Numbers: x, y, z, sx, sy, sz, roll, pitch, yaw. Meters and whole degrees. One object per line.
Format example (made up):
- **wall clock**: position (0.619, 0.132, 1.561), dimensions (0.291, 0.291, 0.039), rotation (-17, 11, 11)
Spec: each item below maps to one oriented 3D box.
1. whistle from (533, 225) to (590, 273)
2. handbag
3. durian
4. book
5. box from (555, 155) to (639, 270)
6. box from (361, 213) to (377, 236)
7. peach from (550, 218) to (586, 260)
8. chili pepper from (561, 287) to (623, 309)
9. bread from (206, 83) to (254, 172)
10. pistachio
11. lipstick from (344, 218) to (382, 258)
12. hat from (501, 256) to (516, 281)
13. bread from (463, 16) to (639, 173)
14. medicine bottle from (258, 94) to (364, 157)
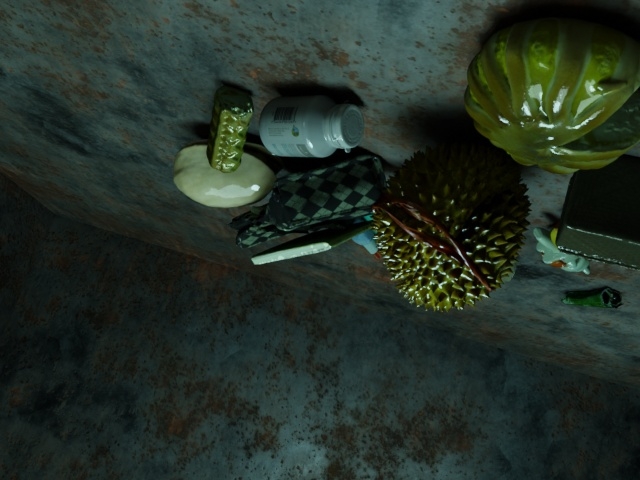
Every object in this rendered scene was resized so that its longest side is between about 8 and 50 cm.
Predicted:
- **whistle**: position (0.622, 0.022, 1.776), dimensions (0.253, 0.106, 0.102), rotation (23, -173, -41)
- **handbag**: position (-0.049, -0.085, 1.834), dimensions (0.316, 0.180, 0.416), rotation (-18, 180, -24)
- **durian**: position (0.277, -0.033, 1.461), dimensions (0.347, 0.384, 0.347), rotation (15, 155, 7)
- **book**: position (0.000, 0.000, 1.870), dimensions (0.239, 0.035, 0.352), rotation (-13, -175, 30)
- **box**: position (0.627, -0.049, 1.372), dimensions (0.273, 0.184, 0.143), rotation (15, 166, 15)
- **box**: position (0.171, -0.053, 2.162), dimensions (0.161, 0.042, 0.226), rotation (28, 162, -28)
- **peach**: position (0.616, -0.020, 1.632), dimensions (0.151, 0.118, 0.151), rotation (8, -167, -2)
- **chili pepper**: position (0.847, 0.188, 2.200), dimensions (0.088, 0.059, 0.227), rotation (19, 168, -18)
- **bread**: position (-0.226, -0.261, 1.691), dimensions (0.098, 0.087, 0.269), rotation (21, 147, -3)
- **pistachio**: position (-0.254, -0.193, 1.900), dimensions (0.318, 0.193, 0.214), rotation (-3, 137, 22)
- **lipstick**: position (0.137, -0.010, 2.148), dimensions (0.068, 0.061, 0.274), rotation (7, 159, 31)
- **hat**: position (0.500, 0.070, 2.129), dimensions (0.175, 0.085, 0.147), rotation (20, 166, -11)
- **bread**: position (0.377, -0.217, 1.123), dimensions (0.333, 0.160, 0.333), rotation (19, 165, 5)
- **medicine bottle**: position (-0.017, -0.249, 1.513), dimensions (0.215, 0.135, 0.135), rotation (7, 161, 37)
